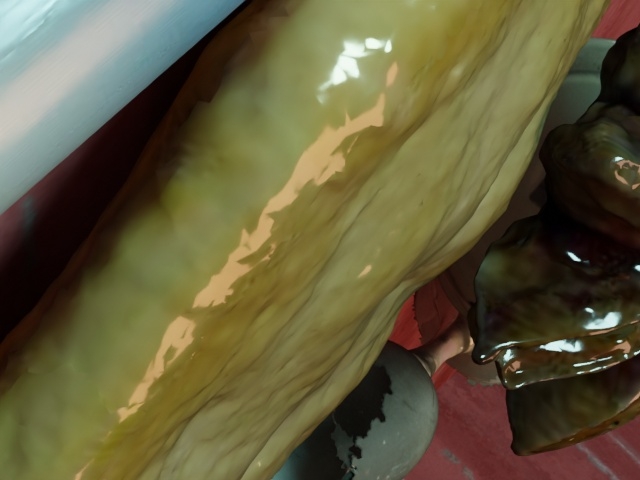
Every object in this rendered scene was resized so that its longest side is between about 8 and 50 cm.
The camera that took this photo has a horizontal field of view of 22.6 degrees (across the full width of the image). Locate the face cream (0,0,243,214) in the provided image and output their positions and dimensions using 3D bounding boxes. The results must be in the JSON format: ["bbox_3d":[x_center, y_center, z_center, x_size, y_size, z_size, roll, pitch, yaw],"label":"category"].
[{"bbox_3d":[-0.119,-0.012,0.347,0.250,0.077,0.077,-42,168,-14],"label":"face cream"}]

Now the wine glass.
[{"bbox_3d":[0.061,0.129,1.387,0.321,0.143,0.143,-35,164,-48],"label":"wine glass"}]

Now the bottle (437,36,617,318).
[{"bbox_3d":[0.199,-0.007,1.186,0.229,0.229,0.352,-47,163,2],"label":"bottle"}]

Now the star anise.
[{"bbox_3d":[0.184,-0.023,0.855,0.315,0.108,0.315,-43,147,-38],"label":"star anise"}]

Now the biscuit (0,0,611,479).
[{"bbox_3d":[0.001,0.001,0.737,0.446,0.104,0.429,-53,168,13],"label":"biscuit"}]
